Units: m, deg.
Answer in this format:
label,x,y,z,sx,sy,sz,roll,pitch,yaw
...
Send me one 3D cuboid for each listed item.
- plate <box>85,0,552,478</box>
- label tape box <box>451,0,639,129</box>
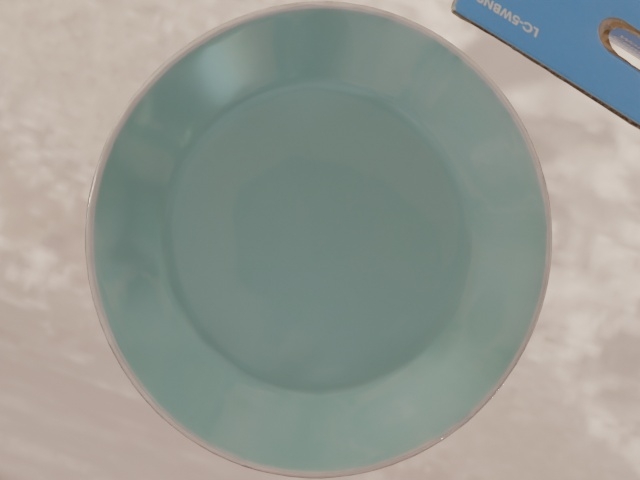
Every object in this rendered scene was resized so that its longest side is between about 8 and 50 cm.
label,x,y,z,sx,sy,sz,roll,pitch,yaw
plate,0.000,0.000,0.685,0.188,0.188,0.024,22,177,-11
label tape box,0.197,-0.169,0.923,0.240,0.334,0.106,30,153,-12
